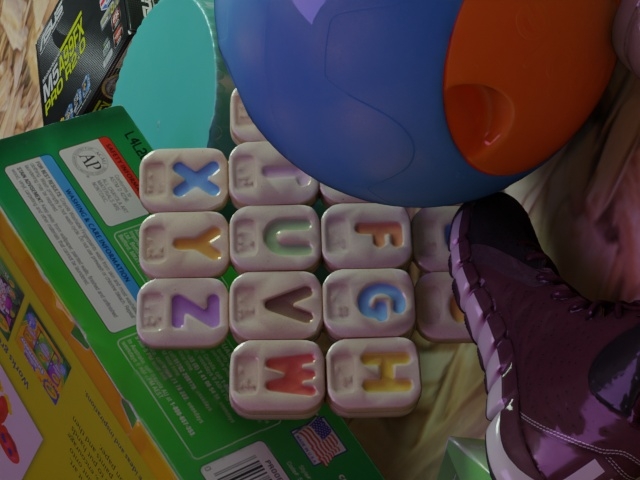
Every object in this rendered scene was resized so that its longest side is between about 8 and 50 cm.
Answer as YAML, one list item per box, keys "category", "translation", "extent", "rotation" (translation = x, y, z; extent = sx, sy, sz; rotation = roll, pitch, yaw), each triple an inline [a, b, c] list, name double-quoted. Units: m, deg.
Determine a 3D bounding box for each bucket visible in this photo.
- category: "bucket"
  translation: [-0.067, -0.088, 1.541]
  extent: [0.281, 0.183, 0.281]
  rotation: [-28, 58, 57]

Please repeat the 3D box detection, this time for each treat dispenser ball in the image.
- category: "treat dispenser ball"
  translation: [0.069, -0.167, 1.201]
  extent: [0.288, 0.288, 0.288]
  rotation: [-28, 58, 56]

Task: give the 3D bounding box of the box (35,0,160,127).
- category: "box"
  translation: [-0.268, -0.241, 2.093]
  extent: [0.270, 0.060, 0.216]
  rotation: [-50, 41, 43]

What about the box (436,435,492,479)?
- category: "box"
  translation: [0.149, 0.302, 1.158]
  extent: [0.322, 0.058, 0.232]
  rotation: [37, 114, 58]

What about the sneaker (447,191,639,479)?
- category: "sneaker"
  translation: [0.185, 0.052, 1.151]
  extent: [0.162, 0.106, 0.281]
  rotation: [-35, 43, 28]

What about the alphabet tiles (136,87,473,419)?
- category: "alphabet tiles"
  translation: [0.000, 0.000, 1.304]
  extent: [0.021, 0.278, 0.284]
  rotation: [94, 175, -62]

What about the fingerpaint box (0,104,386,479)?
- category: "fingerpaint box"
  translation: [-0.155, 0.179, 1.428]
  extent: [0.445, 0.163, 0.371]
  rotation: [53, 143, 22]

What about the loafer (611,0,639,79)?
- category: "loafer"
  translation: [0.270, -0.194, 1.049]
  extent: [0.092, 0.102, 0.268]
  rotation: [-114, 33, -44]
